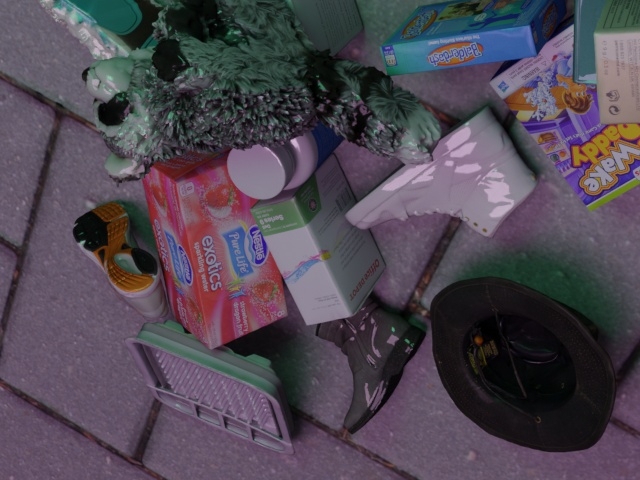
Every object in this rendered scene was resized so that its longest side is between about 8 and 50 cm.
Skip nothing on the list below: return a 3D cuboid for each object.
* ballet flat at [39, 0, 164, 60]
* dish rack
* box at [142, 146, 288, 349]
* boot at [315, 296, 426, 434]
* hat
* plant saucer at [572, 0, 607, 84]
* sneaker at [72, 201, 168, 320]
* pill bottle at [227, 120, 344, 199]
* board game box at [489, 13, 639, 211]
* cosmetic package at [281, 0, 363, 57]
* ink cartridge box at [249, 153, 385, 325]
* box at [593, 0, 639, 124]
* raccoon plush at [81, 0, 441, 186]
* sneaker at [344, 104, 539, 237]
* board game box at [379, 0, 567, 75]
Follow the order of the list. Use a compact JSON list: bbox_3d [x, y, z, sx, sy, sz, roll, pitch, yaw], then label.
[{"bbox_3d":[-0.278,-0.298,2.057,0.409,0.147,0.147,42,128,1],"label":"ballet flat"},{"bbox_3d":[-0.170,0.242,2.275,0.285,0.072,0.333,21,158,15],"label":"dish rack"},{"bbox_3d":[-0.165,-0.004,2.116,0.142,0.154,0.300,32,137,51],"label":"box"},{"bbox_3d":[0.058,0.189,2.209,0.161,0.083,0.246,35,123,12],"label":"boot"},{"bbox_3d":[0.325,0.164,2.016,0.331,0.134,0.331,27,133,33],"label":"hat"},{"bbox_3d":[0.352,-0.283,1.704,0.067,0.018,0.192,8,121,22],"label":"plant saucer"},{"bbox_3d":[-0.330,0.042,2.232,0.262,0.099,0.121,52,165,46],"label":"sneaker"},{"bbox_3d":[-0.045,-0.149,1.952,0.124,0.221,0.124,12,123,19],"label":"pill bottle"},{"bbox_3d":[0.430,-0.220,1.764,0.347,0.078,0.233,-34,100,37],"label":"board game box"},{"bbox_3d":[-0.057,-0.320,1.877,0.151,0.183,0.151,-6,116,30],"label":"cosmetic package"},{"bbox_3d":[0.000,0.000,2.062,0.093,0.154,0.212,-16,111,33],"label":"ink cartridge box"},{"bbox_3d":[0.490,-0.221,1.589,0.311,0.148,0.121,0,116,21],"label":"box"},{"bbox_3d":[-0.104,-0.137,1.781,0.446,0.216,0.299,36,138,2],"label":"raccoon plush"},{"bbox_3d":[0.180,-0.053,1.972,0.292,0.108,0.169,-34,97,36],"label":"sneaker"},{"bbox_3d":[0.205,-0.280,1.788,0.210,0.160,0.047,-3,117,29],"label":"board game box"}]
